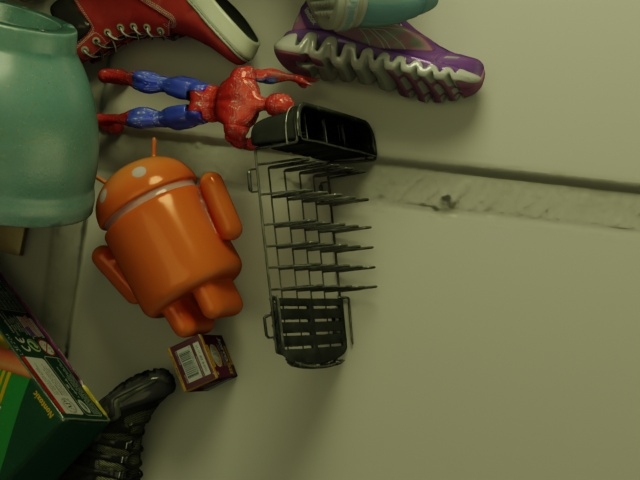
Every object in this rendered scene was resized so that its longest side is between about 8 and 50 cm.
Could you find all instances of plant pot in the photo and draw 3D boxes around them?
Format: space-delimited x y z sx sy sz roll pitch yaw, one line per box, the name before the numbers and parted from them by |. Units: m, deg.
plant pot | -0.365 -0.155 1.536 0.293 0.293 0.196 20 105 14

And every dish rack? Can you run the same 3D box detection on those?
dish rack | 0.000 0.000 1.529 0.074 0.208 0.272 -7 85 25

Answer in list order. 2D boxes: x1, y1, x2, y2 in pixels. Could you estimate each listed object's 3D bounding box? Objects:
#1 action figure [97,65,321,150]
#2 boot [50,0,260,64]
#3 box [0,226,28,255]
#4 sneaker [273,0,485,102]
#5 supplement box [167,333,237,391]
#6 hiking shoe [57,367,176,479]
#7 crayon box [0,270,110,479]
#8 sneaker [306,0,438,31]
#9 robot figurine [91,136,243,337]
action figure | -0.115 -0.150 1.614 0.280 0.139 0.092 7 90 43
boot | -0.197 -0.238 1.651 0.244 0.088 0.176 42 97 21
box | -0.412 -0.096 1.724 0.164 0.021 0.201 13 89 14
sneaker | 0.071 -0.222 1.584 0.236 0.095 0.105 14 77 13
supplement box | -0.132 0.138 1.608 0.043 0.083 0.055 -25 81 10
hiking shoe | -0.231 0.242 1.636 0.227 0.086 0.114 -44 90 14
crayon box | -0.462 0.178 1.633 0.313 0.106 0.363 -46 67 12
sneaker | 0.037 -0.376 1.577 0.150 0.135 0.366 -3 62 -20
robot figurine | -0.173 0.000 1.605 0.128 0.158 0.219 -23 79 -30
